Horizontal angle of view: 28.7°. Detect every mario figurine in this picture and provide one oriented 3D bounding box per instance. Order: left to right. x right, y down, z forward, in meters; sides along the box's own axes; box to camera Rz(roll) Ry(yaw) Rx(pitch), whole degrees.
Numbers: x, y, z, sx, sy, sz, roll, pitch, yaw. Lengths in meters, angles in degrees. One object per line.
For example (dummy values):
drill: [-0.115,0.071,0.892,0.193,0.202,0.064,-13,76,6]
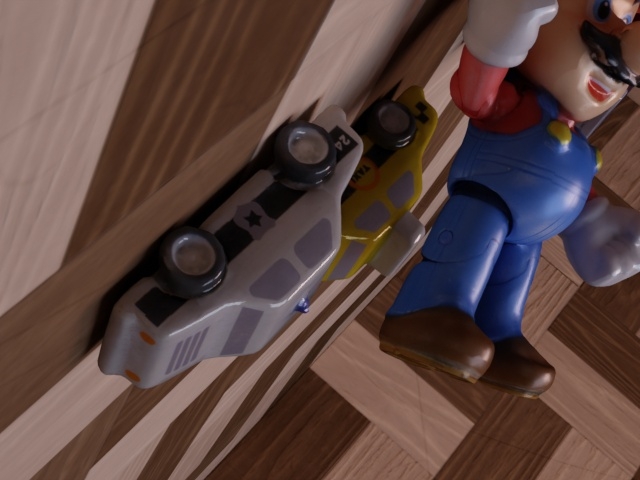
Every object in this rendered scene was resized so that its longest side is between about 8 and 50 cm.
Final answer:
mario figurine: [0.151,-0.061,0.777,0.198,0.170,0.320,48,58,-86]

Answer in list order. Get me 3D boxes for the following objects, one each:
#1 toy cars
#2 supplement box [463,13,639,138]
toy cars: [0.000,0.000,0.787,0.176,0.087,0.394,-52,173,19]
supplement box: [0.242,-0.202,1.052,0.239,0.130,0.073,-46,172,-34]
